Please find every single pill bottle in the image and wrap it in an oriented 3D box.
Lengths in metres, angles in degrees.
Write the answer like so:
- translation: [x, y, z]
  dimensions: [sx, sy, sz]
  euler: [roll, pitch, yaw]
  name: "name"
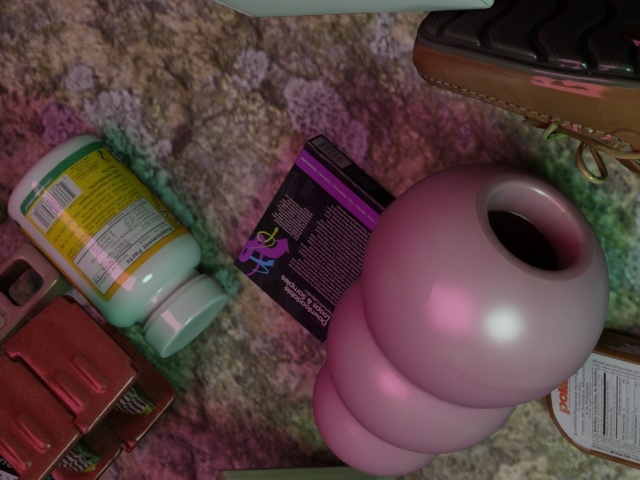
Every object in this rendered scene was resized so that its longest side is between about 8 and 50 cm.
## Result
- translation: [-0.188, 0.007, 1.887]
  dimensions: [0.208, 0.117, 0.117]
  euler: [46, 126, 10]
  name: "pill bottle"

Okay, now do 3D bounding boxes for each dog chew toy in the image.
- translation: [0.100, 0.086, 1.690]
  dimensions: [0.206, 0.206, 0.332]
  euler: [45, 134, 10]
  name: "dog chew toy"

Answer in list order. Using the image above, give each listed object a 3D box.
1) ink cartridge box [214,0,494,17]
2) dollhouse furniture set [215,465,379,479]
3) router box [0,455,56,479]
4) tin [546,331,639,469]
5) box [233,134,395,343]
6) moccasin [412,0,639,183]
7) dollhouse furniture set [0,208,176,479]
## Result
- translation: [0.021, -0.335, 1.536]
  dimensions: [0.226, 0.131, 0.306]
  euler: [0, 84, 32]
  name: "ink cartridge box"
- translation: [-0.005, 0.436, 1.806]
  dimensions: [0.256, 0.362, 0.394]
  euler: [-56, 46, 36]
  name: "dollhouse furniture set"
- translation: [-0.325, 0.210, 2.046]
  dimensions: [0.179, 0.133, 0.046]
  euler: [17, 118, 26]
  name: "router box"
- translation: [0.270, 0.139, 1.672]
  dimensions: [0.190, 0.040, 0.106]
  euler: [13, 108, 42]
  name: "tin"
- translation: [0.000, 0.000, 1.819]
  dimensions: [0.116, 0.029, 0.162]
  euler: [42, 124, 13]
  name: "box"
- translation: [0.255, -0.106, 1.535]
  dimensions: [0.380, 0.139, 0.147]
  euler: [11, 133, 9]
  name: "moccasin"
- translation: [-0.324, 0.067, 1.905]
  dimensions: [0.152, 0.201, 0.374]
  euler: [-45, 76, -3]
  name: "dollhouse furniture set"
